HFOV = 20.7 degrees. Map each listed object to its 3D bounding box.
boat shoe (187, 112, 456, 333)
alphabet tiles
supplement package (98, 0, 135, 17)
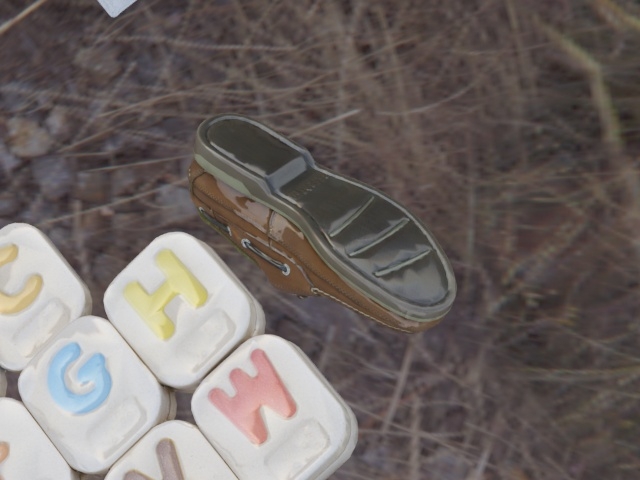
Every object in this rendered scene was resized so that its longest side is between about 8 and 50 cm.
[{"bbox_3d":[0.000,0.000,1.635,0.110,0.104,0.307,-25,54,-39],"label":"boat shoe"},{"bbox_3d":[-0.124,0.134,0.802,0.284,0.021,0.278,-43,64,3],"label":"alphabet tiles"},{"bbox_3d":[-0.107,-0.291,1.284,0.194,0.203,0.149,-35,101,12],"label":"supplement package"}]
